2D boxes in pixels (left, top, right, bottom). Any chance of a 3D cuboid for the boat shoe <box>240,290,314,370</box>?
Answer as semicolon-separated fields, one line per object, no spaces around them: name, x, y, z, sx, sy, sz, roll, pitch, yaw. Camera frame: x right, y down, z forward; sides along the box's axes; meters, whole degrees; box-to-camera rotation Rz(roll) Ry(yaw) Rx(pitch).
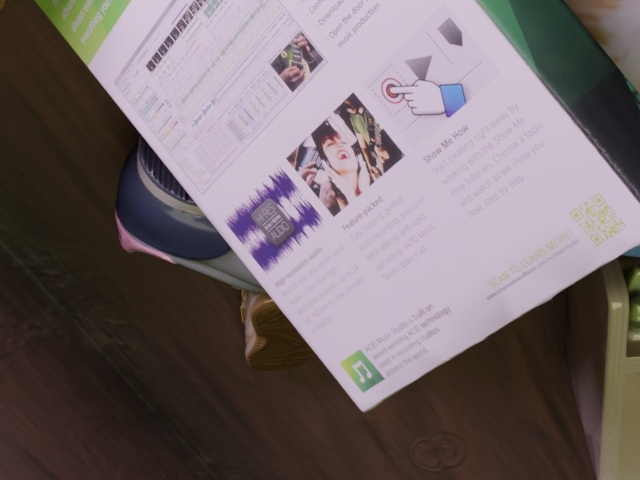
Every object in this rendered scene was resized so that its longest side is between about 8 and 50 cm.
boat shoe;-0.037;0.062;0.980;0.063;0.059;0.170;-5;153;-8

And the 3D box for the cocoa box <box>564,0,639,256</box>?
cocoa box;0.141;-0.194;0.646;0.232;0.228;0.347;7;131;-9

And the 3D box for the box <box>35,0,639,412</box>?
box;-0.001;-0.089;0.573;0.322;0.058;0.232;51;137;0

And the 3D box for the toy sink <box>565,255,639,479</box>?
toy sink;0.280;0.070;0.942;0.131;0.152;0.234;-7;131;3

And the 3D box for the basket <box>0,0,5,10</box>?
basket;-0.303;-0.216;0.661;0.299;0.213;0.223;-31;87;23

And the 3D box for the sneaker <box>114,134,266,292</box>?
sneaker;0.000;0.000;0.868;0.319;0.112;0.131;21;143;-16
